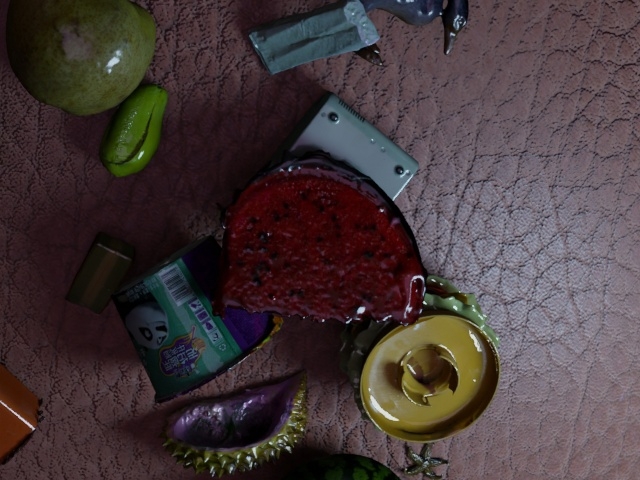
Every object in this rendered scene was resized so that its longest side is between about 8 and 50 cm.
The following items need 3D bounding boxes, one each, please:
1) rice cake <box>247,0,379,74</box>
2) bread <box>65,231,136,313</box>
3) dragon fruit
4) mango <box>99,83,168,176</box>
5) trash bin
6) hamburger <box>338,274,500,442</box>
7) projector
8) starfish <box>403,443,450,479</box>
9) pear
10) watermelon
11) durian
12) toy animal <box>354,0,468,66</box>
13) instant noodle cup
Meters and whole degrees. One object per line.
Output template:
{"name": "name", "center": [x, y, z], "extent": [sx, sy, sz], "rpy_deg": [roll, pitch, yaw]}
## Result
{"name": "rice cake", "center": [-0.014, -0.324, 1.566], "extent": [0.040, 0.226, 0.085], "rpy_deg": [-49, 121, -41]}
{"name": "bread", "center": [-0.373, 0.066, 1.655], "extent": [0.074, 0.084, 0.139], "rpy_deg": [28, 99, -14]}
{"name": "dragon fruit", "center": [0.000, 0.000, 1.567], "extent": [0.343, 0.100, 0.282], "rpy_deg": [7, 84, -8]}
{"name": "mango", "center": [-0.302, -0.181, 1.615], "extent": [0.091, 0.074, 0.165], "rpy_deg": [30, 85, -7]}
{"name": "trash bin", "center": [-0.583, 0.248, 1.641], "extent": [0.184, 0.161, 0.238], "rpy_deg": [-46, 112, 5]}
{"name": "hamburger", "center": [0.168, 0.194, 1.693], "extent": [0.274, 0.212, 0.274], "rpy_deg": [-2, 110, -5]}
{"name": "projector", "center": [0.011, -0.095, 1.657], "extent": [0.198, 0.108, 0.250], "rpy_deg": [38, 96, -13]}
{"name": "starfish", "center": [0.193, 0.416, 1.846], "extent": [0.091, 0.028, 0.078], "rpy_deg": [45, 88, -12]}
{"name": "pear", "center": [-0.377, -0.304, 1.512], "extent": [0.228, 0.188, 0.211], "rpy_deg": [34, 89, -14]}
{"name": "watermelon", "center": [0.038, 0.515, 1.716], "extent": [0.285, 0.285, 0.285], "rpy_deg": [-2, 104, -7]}
{"name": "durian", "center": [-0.144, 0.348, 1.724], "extent": [0.260, 0.186, 0.154], "rpy_deg": [-12, 99, 9]}
{"name": "toy animal", "center": [0.092, -0.394, 1.593], "extent": [0.298, 0.122, 0.185], "rpy_deg": [30, 108, -6]}
{"name": "instant noodle cup", "center": [-0.214, 0.118, 1.618], "extent": [0.251, 0.251, 0.190], "rpy_deg": [-30, 97, 0]}
